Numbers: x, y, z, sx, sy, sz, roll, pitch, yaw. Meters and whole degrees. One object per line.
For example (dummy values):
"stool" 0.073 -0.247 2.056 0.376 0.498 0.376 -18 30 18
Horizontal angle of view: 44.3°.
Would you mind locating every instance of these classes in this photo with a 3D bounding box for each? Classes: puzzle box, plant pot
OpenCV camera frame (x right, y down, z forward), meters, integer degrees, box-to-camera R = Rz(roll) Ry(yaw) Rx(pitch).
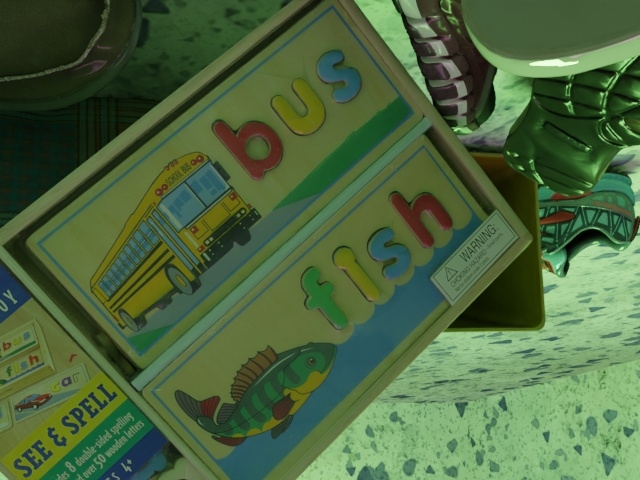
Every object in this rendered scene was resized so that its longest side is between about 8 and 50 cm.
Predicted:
"puzzle box" -0.060 0.028 0.579 0.409 0.272 0.052 -43 -169 -15
"plant pot" 0.134 0.010 0.990 0.212 0.212 0.187 1 173 -18

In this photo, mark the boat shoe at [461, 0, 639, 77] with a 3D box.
"boat shoe" 0.256 -0.186 0.471 0.341 0.127 0.158 -29 158 15

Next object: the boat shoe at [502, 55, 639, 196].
"boat shoe" 0.254 -0.147 0.689 0.123 0.120 0.324 34 166 2

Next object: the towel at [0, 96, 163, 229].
"towel" -0.156 -0.038 0.676 0.370 0.271 0.040 0 138 -18

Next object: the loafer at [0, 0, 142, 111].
"loafer" -0.253 -0.146 0.575 0.251 0.094 0.087 -10 164 13

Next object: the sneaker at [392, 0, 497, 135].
"sneaker" 0.148 -0.177 0.588 0.163 0.106 0.281 -15 158 16

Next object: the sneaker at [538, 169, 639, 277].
"sneaker" 0.293 -0.008 1.065 0.262 0.125 0.104 -16 158 27
